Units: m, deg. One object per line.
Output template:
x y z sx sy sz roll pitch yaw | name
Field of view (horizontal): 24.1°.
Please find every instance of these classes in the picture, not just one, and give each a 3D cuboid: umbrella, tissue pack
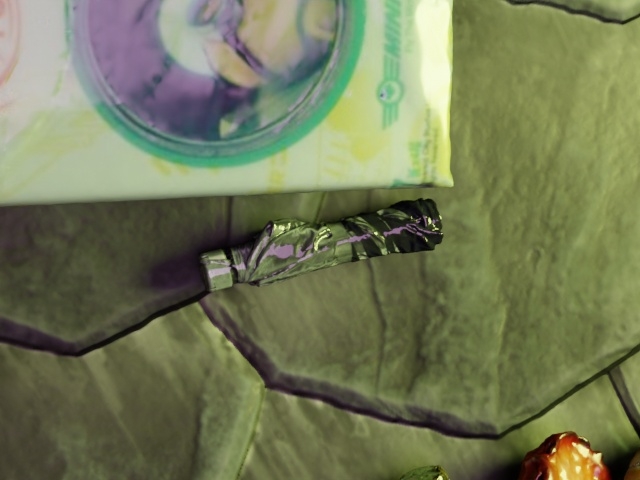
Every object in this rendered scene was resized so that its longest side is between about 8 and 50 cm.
0.000 0.000 1.139 0.188 0.046 0.050 -12 100 -10 | umbrella
-0.109 -0.173 1.006 0.388 0.162 0.287 -4 103 -18 | tissue pack

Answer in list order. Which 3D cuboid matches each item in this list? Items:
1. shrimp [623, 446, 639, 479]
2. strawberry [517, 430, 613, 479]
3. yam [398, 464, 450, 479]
0.304 0.295 1.216 0.222 0.054 0.290 50 46 -22 | shrimp
0.190 0.280 1.224 0.190 0.111 0.236 -4 79 -47 | strawberry
0.104 0.299 1.221 0.061 0.061 0.253 -19 107 -13 | yam
